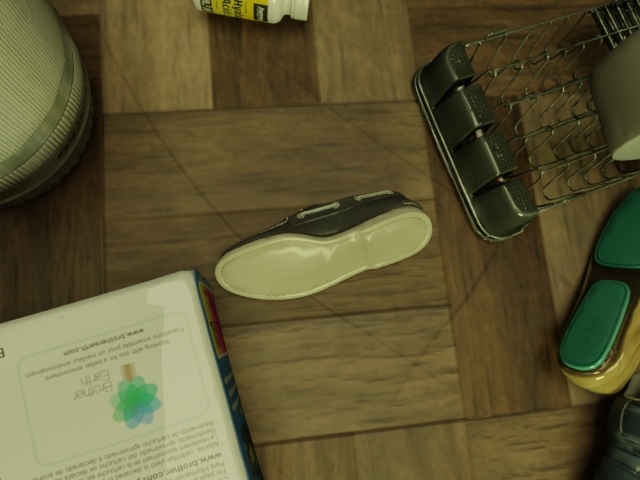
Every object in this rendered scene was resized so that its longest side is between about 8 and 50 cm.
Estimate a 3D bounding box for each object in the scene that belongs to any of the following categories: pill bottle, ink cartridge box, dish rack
[{"bbox_3d":[-0.068,-0.261,0.505,0.116,0.065,0.065,8,79,-4],"label":"pill bottle"},{"bbox_3d":[-0.163,0.251,0.358,0.270,0.151,0.395,-16,80,-8],"label":"ink cartridge box"},{"bbox_3d":[0.258,-0.137,0.515,0.272,0.074,0.208,-20,84,-11],"label":"dish rack"}]

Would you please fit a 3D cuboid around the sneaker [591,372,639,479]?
[{"bbox_3d":[0.371,0.210,0.452,0.226,0.086,0.163,17,81,-2],"label":"sneaker"}]

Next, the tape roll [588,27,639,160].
[{"bbox_3d":[0.331,-0.135,0.375,0.219,0.219,0.072,-12,81,-8],"label":"tape roll"}]

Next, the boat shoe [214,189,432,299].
[{"bbox_3d":[0.000,0.000,0.478,0.206,0.075,0.065,-15,38,-3],"label":"boat shoe"}]

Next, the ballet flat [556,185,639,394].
[{"bbox_3d":[0.308,0.046,0.494,0.073,0.080,0.232,38,79,-27],"label":"ballet flat"}]

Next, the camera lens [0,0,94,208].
[{"bbox_3d":[-0.311,-0.148,0.353,0.219,0.274,0.219,1,79,-6],"label":"camera lens"}]
